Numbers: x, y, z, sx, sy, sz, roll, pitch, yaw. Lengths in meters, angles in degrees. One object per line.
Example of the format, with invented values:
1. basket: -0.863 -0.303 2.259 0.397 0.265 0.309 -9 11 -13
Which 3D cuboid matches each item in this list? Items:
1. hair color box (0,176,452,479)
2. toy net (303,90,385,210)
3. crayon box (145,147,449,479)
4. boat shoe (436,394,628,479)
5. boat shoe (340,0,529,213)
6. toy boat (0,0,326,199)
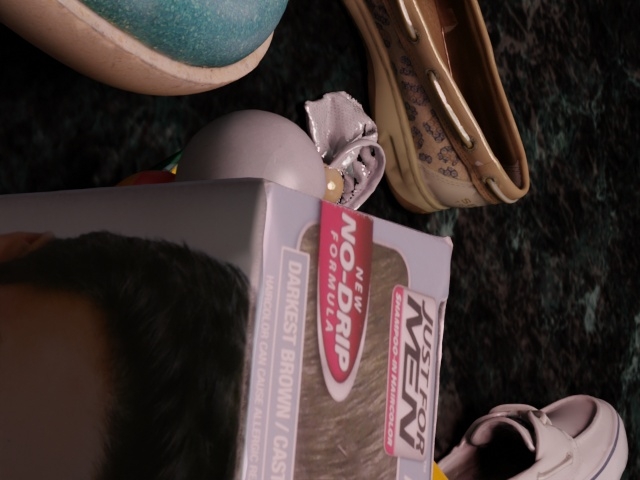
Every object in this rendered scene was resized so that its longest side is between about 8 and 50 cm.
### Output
1. hair color box: -0.144 0.086 0.679 0.114 0.375 0.185 18 73 -54
2. toy net: 0.000 0.000 1.185 0.122 0.045 0.232 61 43 -33
3. crayon box: -0.049 0.112 0.998 0.278 0.081 0.165 52 43 -11
4. boat shoe: 0.141 0.159 1.338 0.258 0.095 0.084 -37 122 -51
5. boat shoe: 0.075 -0.158 1.263 0.104 0.089 0.285 -37 118 -50
6. toy boat: -0.084 -0.120 0.919 0.267 0.148 0.318 25 47 -51
